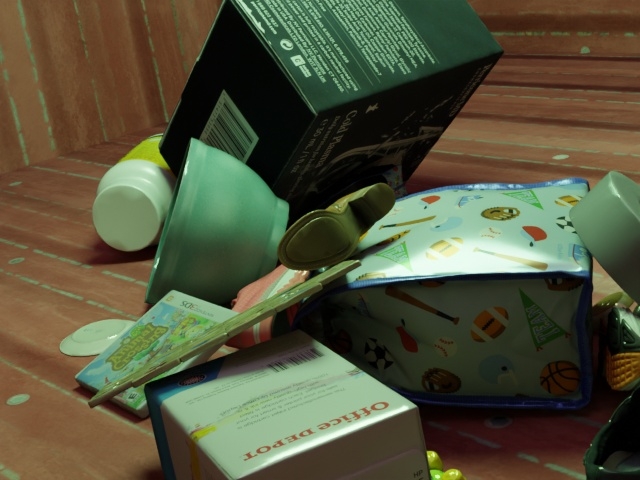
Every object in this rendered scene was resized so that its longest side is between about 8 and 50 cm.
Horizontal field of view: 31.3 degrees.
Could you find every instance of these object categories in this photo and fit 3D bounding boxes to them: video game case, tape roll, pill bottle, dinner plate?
[{"bbox_3d":[-0.241,0.164,1.706,0.212,0.023,0.193,-43,33,-25],"label":"video game case"},{"bbox_3d":[0.410,0.016,1.407,0.072,0.219,0.219,-46,6,21],"label":"tape roll"},{"bbox_3d":[-0.360,-0.099,2.402,0.187,0.188,0.334,-6,18,11],"label":"pill bottle"},{"bbox_3d":[-0.368,0.157,1.911,0.141,0.017,0.141,-10,17,3],"label":"dinner plate"}]

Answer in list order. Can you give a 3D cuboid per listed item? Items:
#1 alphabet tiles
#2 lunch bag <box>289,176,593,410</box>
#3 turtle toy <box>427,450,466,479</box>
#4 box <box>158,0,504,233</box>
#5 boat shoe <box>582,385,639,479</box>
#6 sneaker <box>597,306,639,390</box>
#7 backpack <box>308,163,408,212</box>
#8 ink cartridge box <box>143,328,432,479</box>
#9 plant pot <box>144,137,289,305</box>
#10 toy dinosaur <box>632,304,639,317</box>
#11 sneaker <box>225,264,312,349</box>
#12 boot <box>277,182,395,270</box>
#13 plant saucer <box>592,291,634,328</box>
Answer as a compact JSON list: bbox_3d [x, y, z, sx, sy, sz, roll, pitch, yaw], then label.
[{"bbox_3d":[-0.112,0.106,1.354,0.342,0.011,0.285,-27,1,-6],"label":"alphabet tiles"},{"bbox_3d":[0.172,0.072,1.547,0.385,0.239,0.328,0,22,12],"label":"lunch bag"},{"bbox_3d":[0.120,0.277,1.204,0.066,0.095,0.130,-37,25,-13],"label":"turtle toy"},{"bbox_3d":[0.008,-0.266,2.196,0.471,0.297,0.480,-24,-19,-35],"label":"box"},{"bbox_3d":[0.364,0.210,1.223,0.127,0.113,0.340,6,23,42],"label":"boat shoe"},{"bbox_3d":[0.407,0.131,1.387,0.121,0.099,0.262,2,0,9],"label":"sneaker"},{"bbox_3d":[0.090,-0.070,2.153,0.173,0.117,0.158,-26,-5,-44],"label":"backpack"},{"bbox_3d":[-0.033,0.244,1.182,0.198,0.197,0.270,-18,19,-22],"label":"ink cartridge box"},{"bbox_3d":[-0.168,-0.010,1.956,0.196,0.293,0.293,15,16,-9],"label":"plant pot"},{"bbox_3d":[0.548,0.044,1.657,0.313,0.121,0.160,-45,29,-4],"label":"toy dinosaur"},{"bbox_3d":[-0.070,0.084,1.825,0.136,0.116,0.314,-3,19,23],"label":"sneaker"},{"bbox_3d":[0.000,0.000,1.518,0.197,0.073,0.152,-29,-1,-30],"label":"boot"},{"bbox_3d":[0.412,0.097,1.637,0.083,0.015,0.083,-35,6,4],"label":"plant saucer"}]
